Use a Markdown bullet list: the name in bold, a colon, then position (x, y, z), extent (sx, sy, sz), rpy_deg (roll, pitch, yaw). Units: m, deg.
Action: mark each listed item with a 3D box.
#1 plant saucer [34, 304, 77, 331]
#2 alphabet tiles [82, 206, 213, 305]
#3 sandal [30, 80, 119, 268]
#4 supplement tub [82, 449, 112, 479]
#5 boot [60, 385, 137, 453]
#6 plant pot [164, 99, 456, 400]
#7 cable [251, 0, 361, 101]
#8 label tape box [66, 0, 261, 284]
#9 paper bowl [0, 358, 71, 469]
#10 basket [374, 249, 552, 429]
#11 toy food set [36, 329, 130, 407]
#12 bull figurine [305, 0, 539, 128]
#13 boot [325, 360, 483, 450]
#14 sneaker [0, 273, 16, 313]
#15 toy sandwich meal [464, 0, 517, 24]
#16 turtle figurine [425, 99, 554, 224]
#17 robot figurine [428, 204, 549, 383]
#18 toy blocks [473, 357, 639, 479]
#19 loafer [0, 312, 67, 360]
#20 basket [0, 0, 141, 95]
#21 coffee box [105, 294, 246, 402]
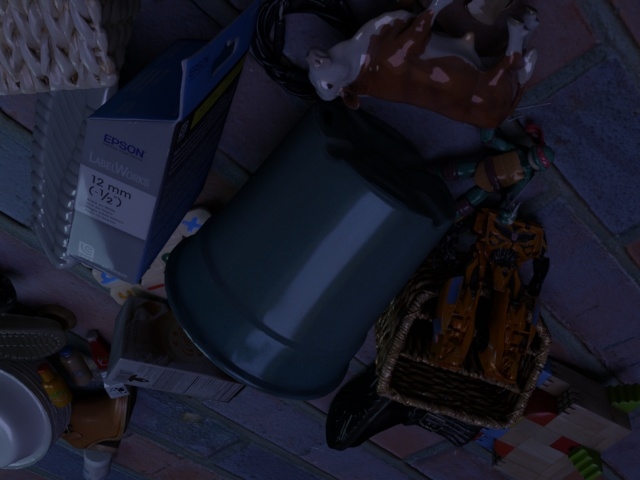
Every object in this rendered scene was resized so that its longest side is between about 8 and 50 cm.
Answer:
- **plant saucer**: position (-0.539, 0.163, 1.304), extent (0.083, 0.015, 0.083), rpy_deg (1, 132, 1)
- **alphabet tiles**: position (-0.290, 0.032, 1.176), extent (0.278, 0.021, 0.284), rpy_deg (-17, 130, 15)
- **sandal**: position (-0.353, -0.129, 0.964), extent (0.102, 0.169, 0.416), rpy_deg (-20, 153, -44)
- **supplement tub**: position (-0.565, 0.557, 1.631), extent (0.071, 0.071, 0.107), rpy_deg (12, 131, -10)
- **boot**: position (-0.543, 0.381, 1.461), extent (0.220, 0.109, 0.283), rpy_deg (20, 137, -12)
- **plant pot**: position (0.000, 0.000, 0.953), extent (0.341, 0.341, 0.334), rpy_deg (28, 120, -22)
- **cable**: position (-0.007, -0.256, 0.889), extent (0.150, 0.047, 0.184), rpy_deg (-23, 129, 20)
- **label tape box**: position (-0.207, -0.148, 0.848), extent (0.115, 0.249, 0.348), rpy_deg (24, 129, -2)
- **paper bowl**: position (-0.684, 0.359, 1.343), extent (0.284, 0.148, 0.284), rpy_deg (4, 115, 8)
- **basket**: position (0.265, 0.175, 1.163), extent (0.299, 0.223, 0.213), rpy_deg (21, 130, -16)
- **toy food set**: position (-0.445, 0.249, 1.315), extent (0.232, 0.111, 0.104), rpy_deg (-13, 126, 1)
- **bull figurine**: position (0.135, -0.236, 0.821), extent (0.310, 0.101, 0.188), rpy_deg (10, 133, -23)
- **boot**: position (0.193, 0.384, 1.417), extent (0.260, 0.131, 0.348), rpy_deg (25, 128, -21)
- **sneaker**: position (-0.702, 0.093, 1.188), extent (0.276, 0.098, 0.135), rpy_deg (15, 131, -10)
- **toy sandwich meal**: position (0.224, -0.323, 0.835), extent (0.085, 0.029, 0.086), rpy_deg (0, 133, 1)
- **turtle figurine**: position (0.260, -0.101, 0.967), extent (0.234, 0.175, 0.118), rpy_deg (-24, 161, 34)
- **robot figurine**: position (0.282, 0.077, 1.057), extent (0.211, 0.291, 0.085), rpy_deg (15, 175, -14)
- **toy blocks**: position (0.471, 0.400, 1.421), extent (0.261, 0.191, 0.381), rpy_deg (26, 128, -7)
- **loafer**: position (-0.636, 0.174, 1.266), extent (0.268, 0.092, 0.102), rpy_deg (1, 135, -7)
- **basket**: position (-0.336, -0.348, 0.631), extent (0.266, 0.331, 0.328), rpy_deg (-3, 133, -4)
- **coffee box**: position (-0.268, 0.211, 1.237), extent (0.246, 0.141, 0.098), rpy_deg (17, 137, -25)
